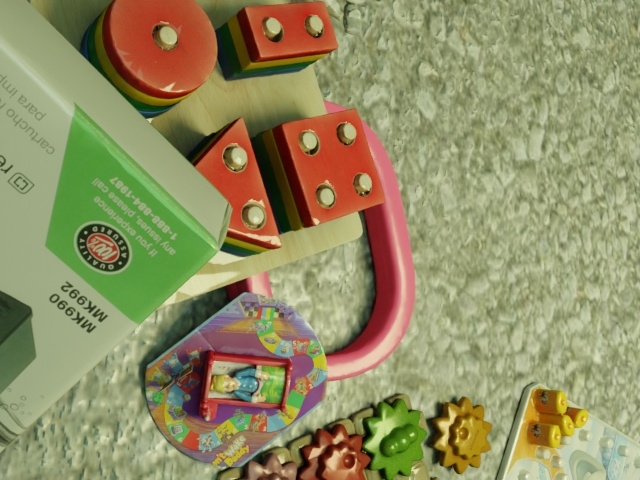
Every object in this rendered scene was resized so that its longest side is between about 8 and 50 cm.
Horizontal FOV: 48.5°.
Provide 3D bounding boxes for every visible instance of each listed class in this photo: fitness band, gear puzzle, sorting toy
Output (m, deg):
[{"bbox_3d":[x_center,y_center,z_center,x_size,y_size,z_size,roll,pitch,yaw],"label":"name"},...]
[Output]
[{"bbox_3d":[0.000,0.000,0.731,0.209,0.054,0.290,-11,92,-31],"label":"fitness band"},{"bbox_3d":[0.066,0.263,0.747,0.339,0.044,0.175,-16,93,-31],"label":"gear puzzle"},{"bbox_3d":[-0.076,-0.097,0.597,0.256,0.089,0.257,-19,93,-38],"label":"sorting toy"}]

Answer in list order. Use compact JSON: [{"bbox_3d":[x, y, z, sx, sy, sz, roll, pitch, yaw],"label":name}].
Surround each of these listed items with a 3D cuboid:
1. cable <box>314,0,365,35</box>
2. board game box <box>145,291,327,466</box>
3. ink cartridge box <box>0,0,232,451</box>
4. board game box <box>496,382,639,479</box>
[{"bbox_3d":[0.005,-0.362,0.692,0.257,0.089,0.257,48,35,-31],"label":"cable"},{"bbox_3d":[-0.073,0.134,0.646,0.169,0.033,0.133,-37,102,-3],"label":"board game box"},{"bbox_3d":[-0.232,0.015,0.443,0.289,0.121,0.211,-43,105,9],"label":"ink cartridge box"},{"bbox_3d":[0.352,0.434,0.896,0.390,0.050,0.389,32,70,-24],"label":"board game box"}]
